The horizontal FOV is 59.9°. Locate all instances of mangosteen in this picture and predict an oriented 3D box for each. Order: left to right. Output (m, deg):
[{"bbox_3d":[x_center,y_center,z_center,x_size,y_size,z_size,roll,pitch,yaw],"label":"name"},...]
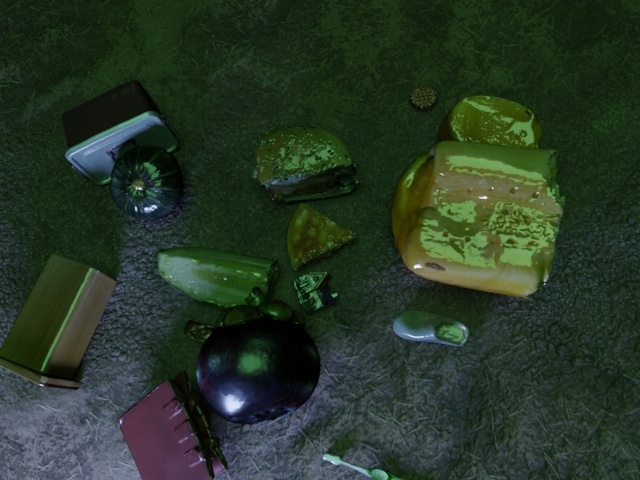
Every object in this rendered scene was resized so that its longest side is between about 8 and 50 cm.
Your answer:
[{"bbox_3d":[-0.156,0.286,1.328,0.300,0.300,0.300,-2,74,6],"label":"mangosteen"}]

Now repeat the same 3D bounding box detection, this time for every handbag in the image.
[{"bbox_3d":[-0.356,0.483,1.327,0.275,0.084,0.260,-43,68,33],"label":"handbag"}]

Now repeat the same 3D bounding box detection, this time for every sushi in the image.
[{"bbox_3d":[-0.313,0.246,1.474,0.120,0.052,0.055,11,77,10],"label":"sushi"}]

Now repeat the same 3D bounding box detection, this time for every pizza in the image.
[{"bbox_3d":[0.000,0.000,1.506,0.193,0.053,0.201,9,64,11],"label":"pizza"}]

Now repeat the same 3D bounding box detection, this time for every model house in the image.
[{"bbox_3d":[-0.010,0.132,1.454,0.100,0.088,0.100,-24,77,1],"label":"model house"}]

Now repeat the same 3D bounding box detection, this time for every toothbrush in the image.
[{"bbox_3d":[0.150,0.571,1.343,0.304,0.030,0.030,16,77,10],"label":"toothbrush"}]

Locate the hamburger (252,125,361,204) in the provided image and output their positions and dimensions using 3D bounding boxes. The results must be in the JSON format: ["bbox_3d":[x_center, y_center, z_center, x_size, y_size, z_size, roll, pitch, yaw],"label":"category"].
[{"bbox_3d":[-0.046,-0.215,1.513,0.288,0.167,0.192,-11,75,4],"label":"hamburger"}]

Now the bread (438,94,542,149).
[{"bbox_3d":[0.454,-0.279,1.487,0.270,0.142,0.195,21,83,9],"label":"bread"}]

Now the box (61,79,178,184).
[{"bbox_3d":[-0.582,-0.314,1.595,0.294,0.193,0.167,-26,68,-1],"label":"box"}]

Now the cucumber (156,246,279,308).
[{"bbox_3d":[-0.276,0.093,1.492,0.326,0.105,0.145,10,103,9],"label":"cucumber"}]

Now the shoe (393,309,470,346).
[{"bbox_3d":[0.284,0.220,1.402,0.195,0.078,0.079,11,77,5],"label":"shoe"}]

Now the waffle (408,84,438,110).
[{"bbox_3d":[0.296,-0.413,1.602,0.083,0.029,0.075,39,79,18],"label":"waffle"}]

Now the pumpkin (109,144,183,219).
[{"bbox_3d":[-0.483,-0.160,1.557,0.212,0.152,0.211,1,106,4],"label":"pumpkin"}]

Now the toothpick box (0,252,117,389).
[{"bbox_3d":[-0.689,0.210,1.467,0.190,0.187,0.308,18,74,12],"label":"toothpick box"}]

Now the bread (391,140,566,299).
[{"bbox_3d":[0.373,-0.062,1.381,0.394,0.250,0.361,9,90,14],"label":"bread"}]
